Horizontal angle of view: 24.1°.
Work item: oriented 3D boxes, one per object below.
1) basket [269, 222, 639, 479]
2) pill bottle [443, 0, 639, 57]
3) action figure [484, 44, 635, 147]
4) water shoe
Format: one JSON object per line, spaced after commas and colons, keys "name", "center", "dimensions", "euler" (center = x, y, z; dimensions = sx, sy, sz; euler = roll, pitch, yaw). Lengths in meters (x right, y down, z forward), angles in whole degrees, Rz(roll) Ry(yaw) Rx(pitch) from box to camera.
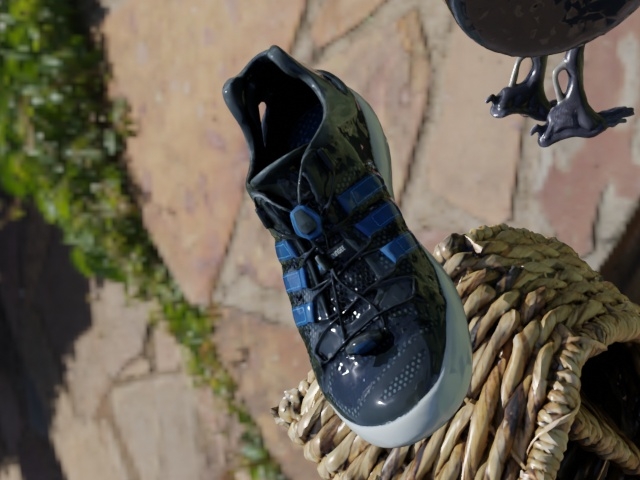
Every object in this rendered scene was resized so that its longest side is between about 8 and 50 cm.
{"name": "basket", "center": [0.155, 0.145, 0.961], "dimensions": [0.213, 0.299, 0.223], "euler": [-44, 58, 5]}
{"name": "pill bottle", "center": [0.064, -0.183, 0.641], "dimensions": [0.122, 0.123, 0.219], "euler": [-61, 36, 38]}
{"name": "action figure", "center": [0.182, -0.229, 1.287], "dimensions": [0.164, 0.141, 0.275], "euler": [30, 143, 63]}
{"name": "water shoe", "center": [0.000, 0.000, 0.648], "dimensions": [0.073, 0.080, 0.203], "euler": [-38, 45, 19]}
